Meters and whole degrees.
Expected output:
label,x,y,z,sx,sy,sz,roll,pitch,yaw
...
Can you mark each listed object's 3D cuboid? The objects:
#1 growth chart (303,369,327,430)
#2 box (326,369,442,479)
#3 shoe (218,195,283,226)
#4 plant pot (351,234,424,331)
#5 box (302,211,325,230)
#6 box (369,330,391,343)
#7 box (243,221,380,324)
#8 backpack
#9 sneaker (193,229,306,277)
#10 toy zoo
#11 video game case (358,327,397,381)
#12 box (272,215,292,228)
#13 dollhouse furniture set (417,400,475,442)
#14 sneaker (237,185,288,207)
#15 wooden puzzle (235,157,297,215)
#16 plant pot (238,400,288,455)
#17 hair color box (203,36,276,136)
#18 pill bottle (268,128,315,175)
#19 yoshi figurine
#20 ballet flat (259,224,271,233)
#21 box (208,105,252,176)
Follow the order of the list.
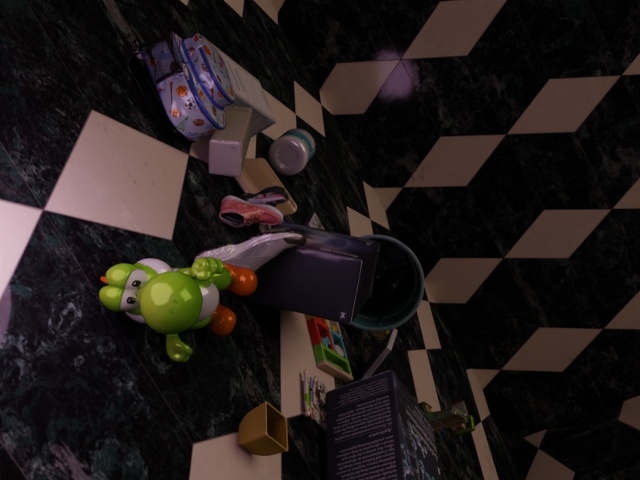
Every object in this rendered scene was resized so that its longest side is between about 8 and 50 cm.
label,x,y,z,sx,sy,sz,roll,pitch,yaw
growth chart,0.010,0.458,1.743,0.237,0.021,0.172,52,21,-39
box,0.171,0.598,1.639,0.293,0.212,0.395,54,22,-35
shoe,-0.192,-0.064,1.745,0.178,0.063,0.081,17,36,-9
plant pot,0.204,0.127,2.341,0.341,0.341,0.334,62,9,-4
box,0.000,0.000,2.369,0.186,0.038,0.145,58,18,-14
box,0.222,0.340,2.478,0.169,0.059,0.054,46,22,-45
box,-0.013,0.076,1.707,0.294,0.296,0.183,-36,136,-73
backpack,-0.345,-0.407,1.700,0.276,0.213,0.263,-5,80,-75
sneaker,-0.160,0.042,1.511,0.100,0.271,0.108,170,-98,-76
toy zoo,0.017,0.289,1.998,0.192,0.030,0.293,41,27,-51
video game case,0.195,0.394,2.143,0.022,0.173,0.190,37,17,4
box,-0.125,-0.053,2.093,0.162,0.029,0.116,59,17,-19
dollhouse furniture set,0.456,0.662,2.449,0.301,0.197,0.151,42,28,-51
sneaker,-0.163,-0.102,1.817,0.077,0.178,0.072,65,35,-26
wooden puzzle,-0.184,-0.163,1.989,0.221,0.044,0.238,55,21,4
plant pot,-0.124,0.402,1.318,0.081,0.083,0.081,50,22,-36
hair color box,-0.301,-0.494,2.091,0.374,0.113,0.185,20,45,-67
pill bottle,-0.101,-0.343,2.398,0.146,0.146,0.264,60,17,-12
yoshi figurine,-0.248,0.118,1.204,0.362,0.203,0.204,15,57,-64
ballet flat,-0.173,-0.051,1.936,0.041,0.041,0.114,40,27,-52
box,-0.263,-0.300,1.874,0.275,0.094,0.113,-88,-176,-59
